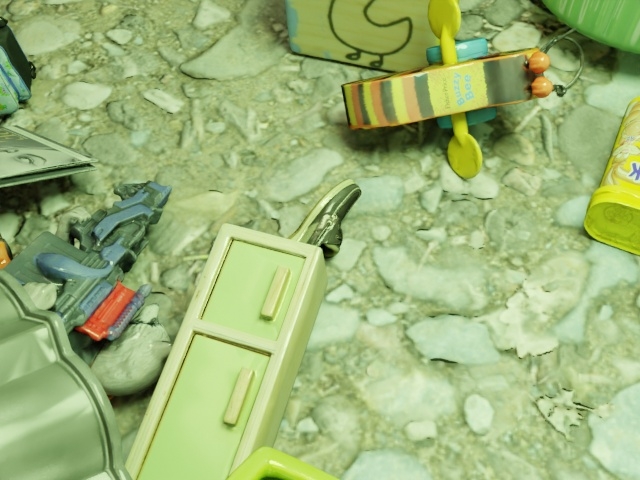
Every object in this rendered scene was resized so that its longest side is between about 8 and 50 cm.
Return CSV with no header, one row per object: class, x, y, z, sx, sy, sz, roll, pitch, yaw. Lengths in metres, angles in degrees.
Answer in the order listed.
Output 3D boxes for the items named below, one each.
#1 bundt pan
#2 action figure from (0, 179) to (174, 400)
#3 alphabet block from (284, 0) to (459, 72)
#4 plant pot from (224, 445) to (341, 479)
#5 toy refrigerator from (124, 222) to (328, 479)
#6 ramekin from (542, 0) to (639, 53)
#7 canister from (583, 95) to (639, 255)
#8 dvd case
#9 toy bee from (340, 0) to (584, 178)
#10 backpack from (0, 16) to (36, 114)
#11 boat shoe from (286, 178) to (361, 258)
bundt pan,-0.275,0.182,0.545,0.331,0.331,0.124,40,28,24
action figure,-0.286,0.051,0.812,0.330,0.178,0.341,23,31,10
alphabet block,0.075,-0.345,0.995,0.197,0.192,0.193,13,60,12
plant pot,-0.014,0.315,0.531,0.227,0.207,0.228,23,30,15
toy refrigerator,-0.083,0.127,0.729,0.102,0.094,0.269,15,67,12
ramekin,0.411,-0.357,0.979,0.303,0.148,0.303,4,48,-4
canister,0.371,-0.070,0.870,0.126,0.073,0.170,20,59,15
dvd case,-0.380,-0.088,0.859,0.164,0.018,0.221,22,25,34
toy bee,0.177,-0.187,0.886,0.298,0.162,0.195,-34,105,-2
backpack,-0.423,-0.204,0.978,0.114,0.105,0.084,-7,56,4
boat shoe,0.000,0.000,0.858,0.049,0.056,0.152,35,75,17
